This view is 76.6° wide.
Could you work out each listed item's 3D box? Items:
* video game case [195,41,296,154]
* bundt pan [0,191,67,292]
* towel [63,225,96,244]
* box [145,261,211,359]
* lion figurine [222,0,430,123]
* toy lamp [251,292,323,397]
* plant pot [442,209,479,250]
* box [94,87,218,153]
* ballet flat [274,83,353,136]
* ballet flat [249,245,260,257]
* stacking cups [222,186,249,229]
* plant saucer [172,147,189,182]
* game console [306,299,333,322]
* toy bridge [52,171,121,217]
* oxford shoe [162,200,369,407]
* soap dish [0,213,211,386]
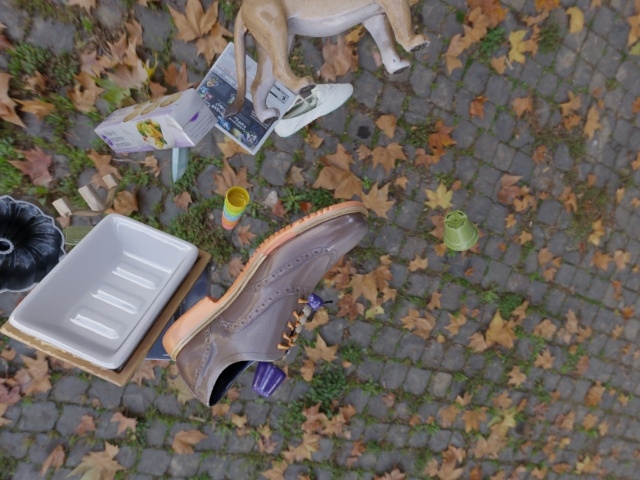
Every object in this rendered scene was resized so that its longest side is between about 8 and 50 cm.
[{"bbox_3d":[-0.182,-0.328,0.947,0.190,0.022,0.173,37,95,-14],"label":"video game case"},{"bbox_3d":[-0.976,-0.006,1.266,0.330,0.124,0.331,-10,118,-20],"label":"bundt pan"},{"bbox_3d":[-0.900,-0.020,1.550,0.148,0.110,0.027,-3,125,-32],"label":"towel"},{"bbox_3d":[-0.506,0.219,1.376,0.182,0.294,0.296,0,89,7],"label":"box"},{"bbox_3d":[0.006,-0.343,0.587,0.392,0.142,0.240,-20,92,-3],"label":"lion figurine"},{"bbox_3d":[-0.084,0.255,1.014,0.080,0.080,0.275,43,57,-23],"label":"toy lamp"},{"bbox_3d":[0.321,-0.030,0.945,0.083,0.083,0.079,-50,143,-4],"label":"plant pot"},{"bbox_3d":[-0.302,-0.202,0.714,0.067,0.324,0.063,-55,131,-23],"label":"box"},{"bbox_3d":[-0.042,-0.605,1.797,0.400,0.139,0.139,-30,111,6],"label":"ballet flat"},{"bbox_3d":[-0.174,0.064,1.543,0.213,0.068,0.072,11,78,-48],"label":"ballet flat"},{"bbox_3d":[-0.375,-0.132,1.757,0.096,0.316,0.096,5,73,-17],"label":"stacking cups"},{"bbox_3d":[-0.439,-0.278,1.275,0.037,0.195,0.195,2,101,-26],"label":"plant saucer"},{"bbox_3d":[-0.005,0.291,1.655,0.107,0.122,0.071,-8,80,-15],"label":"game console"},{"bbox_3d":[-0.472,-0.085,0.841,0.026,0.188,0.063,-21,112,14],"label":"toy bridge"},{"bbox_3d":[-0.056,0.091,0.577,0.363,0.133,0.130,-42,156,12],"label":"oxford shoe"},{"bbox_3d":[-0.377,0.103,0.760,0.228,0.118,0.291,22,51,4],"label":"soap dish"}]
